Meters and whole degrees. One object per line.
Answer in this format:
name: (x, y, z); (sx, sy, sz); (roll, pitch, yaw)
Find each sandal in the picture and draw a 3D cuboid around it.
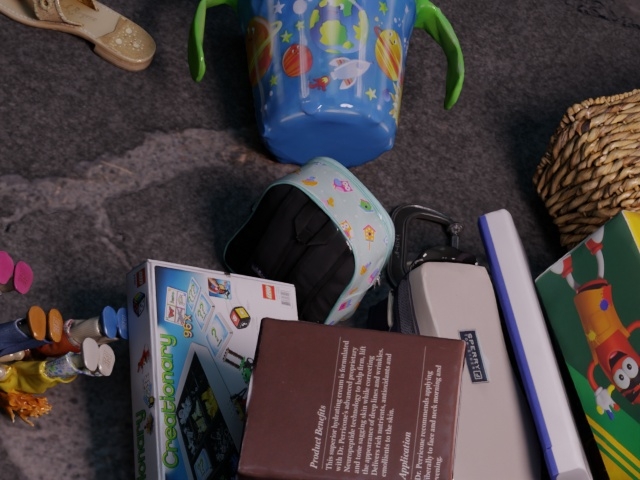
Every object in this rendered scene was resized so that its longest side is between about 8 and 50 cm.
sandal: (-0.308, -0.300, 1.920); (0.240, 0.079, 0.088); (28, 52, -1)

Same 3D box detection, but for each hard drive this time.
hard drive: (0.252, 0.149, 1.753); (0.040, 0.210, 0.318); (-18, 59, 9)

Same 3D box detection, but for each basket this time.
basket: (0.446, -0.055, 1.945); (0.299, 0.213, 0.223); (-15, 59, -24)

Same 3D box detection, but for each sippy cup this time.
sippy cup: (0.008, -0.216, 1.905); (0.306, 0.240, 0.224); (-10, 65, 19)

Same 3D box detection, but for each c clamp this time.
c clamp: (0.146, 0.025, 1.907); (0.137, 0.022, 0.160); (6, 57, -11)

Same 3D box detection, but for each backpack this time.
backpack: (0.000, 0.000, 1.761); (0.144, 0.188, 0.166); (-31, 71, -34)

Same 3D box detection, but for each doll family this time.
doll family: (-0.320, 0.112, 1.559); (0.263, 0.163, 0.118); (35, 46, -51)

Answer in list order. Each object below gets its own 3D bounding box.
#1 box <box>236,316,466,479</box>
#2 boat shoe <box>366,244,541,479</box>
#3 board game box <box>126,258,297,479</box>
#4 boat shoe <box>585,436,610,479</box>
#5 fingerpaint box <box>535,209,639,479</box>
box: (0.033, 0.194, 1.513); (0.203, 0.167, 0.168); (7, 60, 5)
boat shoe: (0.139, 0.189, 1.714); (0.127, 0.158, 0.340); (5, 65, -25)
board game box: (-0.103, 0.181, 1.618); (0.193, 0.053, 0.305); (12, 63, -36)
boat shoe: (0.355, 0.295, 1.772); (0.064, 0.060, 0.178); (-8, 60, -25)
fingerpaint box: (0.500, 0.185, 1.768); (0.445, 0.163, 0.371); (8, 53, -38)
